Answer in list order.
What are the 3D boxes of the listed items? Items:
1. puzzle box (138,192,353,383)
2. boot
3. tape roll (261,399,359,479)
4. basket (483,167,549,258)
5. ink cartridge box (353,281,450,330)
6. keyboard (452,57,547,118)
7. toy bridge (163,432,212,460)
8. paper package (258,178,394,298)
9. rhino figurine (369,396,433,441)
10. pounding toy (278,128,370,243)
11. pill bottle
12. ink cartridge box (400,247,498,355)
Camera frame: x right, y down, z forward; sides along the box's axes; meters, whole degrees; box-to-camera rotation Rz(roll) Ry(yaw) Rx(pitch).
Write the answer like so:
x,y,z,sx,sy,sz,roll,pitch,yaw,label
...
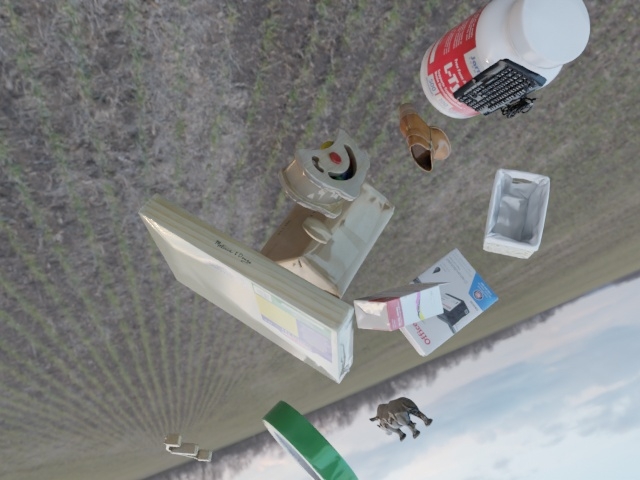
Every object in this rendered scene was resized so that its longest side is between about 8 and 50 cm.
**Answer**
x,y,z,sx,sy,sz,roll,pitch,yaw,label
-0.123,0.093,1.068,0.052,0.408,0.272,-53,161,-24,puzzle box
0.246,-0.211,1.372,0.073,0.152,0.197,-35,129,28,boot
-0.029,0.591,1.661,0.077,0.321,0.321,-42,173,-20,tape roll
0.413,-0.053,1.272,0.113,0.167,0.103,12,162,12,basket
0.187,0.141,1.309,0.198,0.067,0.115,-12,-176,-34,ink cartridge box
0.263,-0.207,0.874,0.100,0.038,0.192,22,178,-6,keyboard
-0.305,0.465,1.329,0.063,0.026,0.188,-2,150,14,toy bridge
0.000,0.000,1.689,0.309,0.168,0.325,-13,-142,55,paper package
0.200,0.477,1.589,0.073,0.106,0.243,-43,175,-29,rhino figurine
-0.015,-0.114,1.242,0.155,0.154,0.270,-44,-166,38,pounding toy
0.427,-0.445,1.419,0.229,0.229,0.407,-18,-177,-17,pill bottle
0.398,0.209,1.999,0.307,0.223,0.129,-37,169,-4,ink cartridge box
